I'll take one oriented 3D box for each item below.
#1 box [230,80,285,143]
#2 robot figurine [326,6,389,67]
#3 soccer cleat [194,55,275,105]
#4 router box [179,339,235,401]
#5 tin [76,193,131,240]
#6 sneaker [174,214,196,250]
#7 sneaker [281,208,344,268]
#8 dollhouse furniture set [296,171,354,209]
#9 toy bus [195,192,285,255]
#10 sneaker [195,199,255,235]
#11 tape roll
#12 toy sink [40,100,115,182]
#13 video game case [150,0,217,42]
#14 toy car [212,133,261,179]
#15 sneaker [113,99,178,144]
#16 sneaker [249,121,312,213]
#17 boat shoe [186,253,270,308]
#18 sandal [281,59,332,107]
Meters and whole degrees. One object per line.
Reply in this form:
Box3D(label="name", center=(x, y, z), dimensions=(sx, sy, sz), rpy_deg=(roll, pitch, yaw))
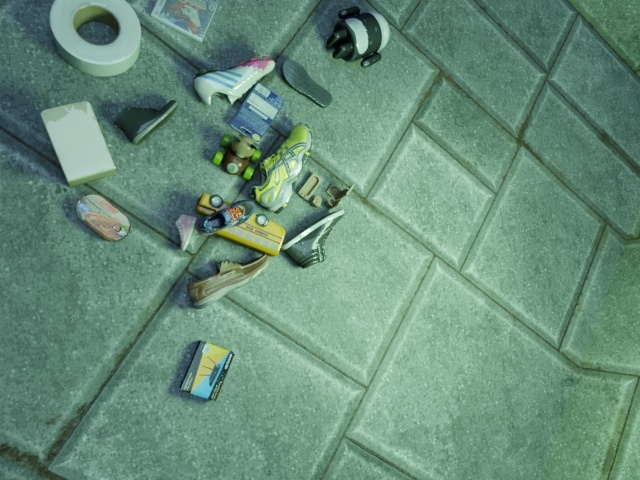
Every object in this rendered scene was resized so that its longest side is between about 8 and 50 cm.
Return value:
Box3D(label="box", center=(-0.251, -0.502, 1.851), dimensions=(0.136, 0.036, 0.225), rpy_deg=(33, 70, -15))
Box3D(label="robot figurine", center=(0.164, -0.871, 2.004), dimensions=(0.278, 0.173, 0.209), rpy_deg=(-30, 138, -23))
Box3D(label="soccer cleat", center=(-0.321, -0.609, 1.807), dimensions=(0.331, 0.116, 0.143), rpy_deg=(-21, 103, -19))
Box3D(label="router box", center=(-0.399, 0.460, 1.653), dimensions=(0.133, 0.046, 0.179), rpy_deg=(25, 74, -17))
Box3D(label="tin", center=(-0.737, -0.077, 1.592), dimensions=(0.190, 0.040, 0.106), rpy_deg=(43, 74, -12))
Box3D(label="sneaker", center=(-0.497, -0.032, 1.678), dimensions=(0.070, 0.051, 0.134), rpy_deg=(19, 73, -18))
Box3D(label="sneaker", center=(0.000, 0.000, 1.856), dimensions=(0.296, 0.104, 0.147), rpy_deg=(-36, 99, -17))
Box3D(label="dollhouse furniture set", center=(0.020, -0.205, 1.875), dimensions=(0.151, 0.123, 0.144), rpy_deg=(40, 70, -13))
Box3D(label="toy bus", center=(-0.302, -0.057, 1.732), dimensions=(0.333, 0.108, 0.130), rpy_deg=(22, 78, -19))
Box3D(label="sneaker", center=(-0.321, -0.078, 1.620), dimensions=(0.221, 0.087, 0.083), rpy_deg=(-30, 98, -20))
Box3D(label="tape roll", center=(-0.777, -0.727, 1.629), dimensions=(0.286, 0.100, 0.286), rpy_deg=(3, 82, -22))
Box3D(label="toy sink", center=(-0.799, -0.316, 1.548), dimensions=(0.153, 0.131, 0.234), rpy_deg=(-23, 97, -24))
Box3D(label="video game case", center=(-0.521, -0.887, 1.798), dimensions=(0.201, 0.023, 0.183), rpy_deg=(22, 75, -19))
Box3D(label="toy car", center=(-0.294, -0.329, 1.726), dimensions=(0.155, 0.188, 0.149), rpy_deg=(25, 74, -17))
Box3D(label="sneaker", center=(-0.619, -0.455, 1.666), dimensions=(0.118, 0.083, 0.222), rpy_deg=(46, 70, -11))
Box3D(label="sneaker", center=(-0.147, -0.302, 1.810), dimensions=(0.147, 0.145, 0.384), rpy_deg=(25, 73, -18))
Box3D(label="boat shoe", center=(-0.330, 0.124, 1.691), dimensions=(0.324, 0.123, 0.116), rpy_deg=(-31, 93, -25))
Box3D(label="sandal", center=(-0.066, -0.642, 1.945), dimensions=(0.254, 0.054, 0.097), rpy_deg=(37, 78, -24))
